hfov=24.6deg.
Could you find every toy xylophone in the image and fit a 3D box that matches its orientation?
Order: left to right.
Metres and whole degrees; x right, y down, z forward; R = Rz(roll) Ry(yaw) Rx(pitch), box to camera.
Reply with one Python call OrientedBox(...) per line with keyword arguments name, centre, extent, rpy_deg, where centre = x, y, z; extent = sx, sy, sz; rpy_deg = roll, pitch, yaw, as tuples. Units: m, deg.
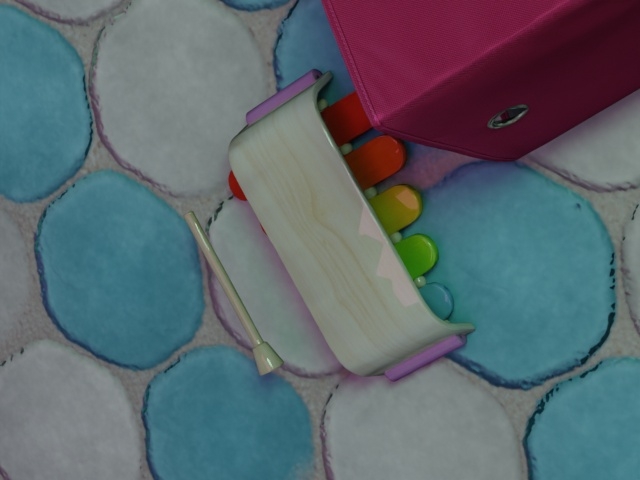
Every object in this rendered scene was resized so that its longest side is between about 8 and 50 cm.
OrientedBox(name="toy xylophone", centre=(0.000, 0.000, 1.466), extent=(0.236, 0.081, 0.322), rpy_deg=(-21, 91, 29))

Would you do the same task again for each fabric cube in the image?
OrientedBox(name="fabric cube", centre=(0.164, -0.243, 1.197), extent=(0.258, 0.254, 0.259), rpy_deg=(-30, 71, 29))
